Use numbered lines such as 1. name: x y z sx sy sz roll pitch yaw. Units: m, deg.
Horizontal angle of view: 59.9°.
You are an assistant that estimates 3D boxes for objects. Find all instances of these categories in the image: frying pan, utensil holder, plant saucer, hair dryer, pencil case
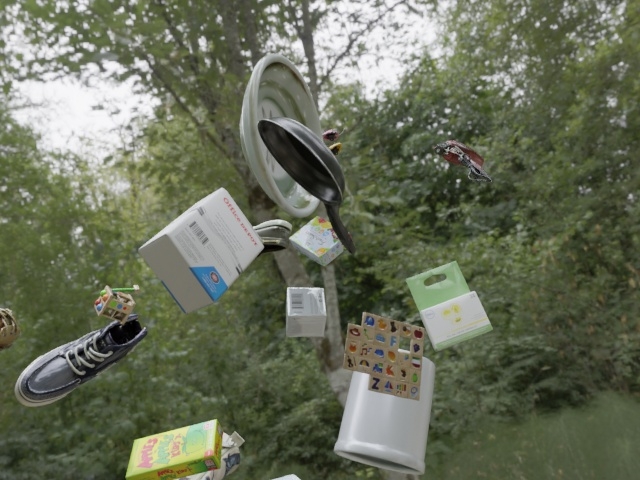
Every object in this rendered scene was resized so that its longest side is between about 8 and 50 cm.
1. frying pan: 0.012 -0.093 0.971 0.053 0.326 0.197 -47 20 -12
2. utensil holder: 0.250 0.627 2.060 0.327 0.386 0.328 12 -27 6
3. plant saucer: -0.105 -0.251 1.383 0.100 0.401 0.400 -6 -6 23
4. hair dryer: 0.515 -0.269 1.968 0.080 0.223 0.293 -53 -12 30
5. pencil case: -0.355 0.648 1.471 0.184 0.160 0.410 -52 -7 14

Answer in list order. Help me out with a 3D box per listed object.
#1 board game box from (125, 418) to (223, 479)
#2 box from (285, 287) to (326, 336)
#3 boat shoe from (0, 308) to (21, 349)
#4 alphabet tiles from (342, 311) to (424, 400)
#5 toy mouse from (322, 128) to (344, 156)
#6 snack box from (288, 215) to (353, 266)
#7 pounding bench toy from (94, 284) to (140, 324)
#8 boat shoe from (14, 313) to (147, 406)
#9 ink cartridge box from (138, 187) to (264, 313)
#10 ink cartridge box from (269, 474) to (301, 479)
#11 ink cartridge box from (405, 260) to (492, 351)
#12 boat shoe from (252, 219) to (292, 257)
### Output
1. board game box: -0.292 0.432 1.124 0.181 0.043 0.092 -15 31 3
2. box: -0.040 0.188 1.452 0.101 0.101 0.087 2 -49 -7
3. boat shoe: -0.730 0.188 1.214 0.119 0.123 0.324 -18 -6 -32
4. alphabet tiles: 0.170 0.303 1.471 0.237 0.198 0.009 17 -23 -21
5. toy mouse: 0.013 -0.347 1.953 0.143 0.031 0.161 14 -50 -34
6. snack box: 0.000 0.000 1.387 0.100 0.037 0.141 -40 38 -17
7. pounding bench toy: -0.430 0.122 1.173 0.065 0.083 0.052 31 0 -36
8. boat shoe: -0.614 0.297 1.448 0.158 0.127 0.340 -39 -4 41
9. ink cartridge box: -0.214 0.014 1.037 0.085 0.148 0.203 -25 15 31
10. ink cartridge box: -0.085 0.609 1.095 0.308 0.091 0.385 3 2 -35
11. ink cartridge box: 0.368 0.183 1.612 0.171 0.235 0.056 -20 -20 -1
12. boat shoe: -0.233 0.012 1.907 0.304 0.091 0.109 -15 -31 29
